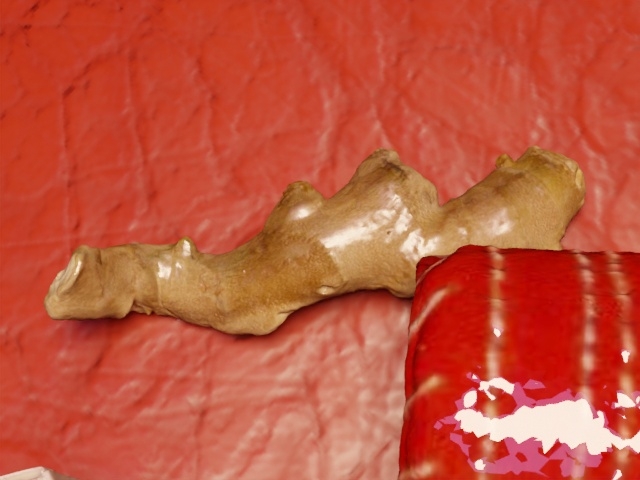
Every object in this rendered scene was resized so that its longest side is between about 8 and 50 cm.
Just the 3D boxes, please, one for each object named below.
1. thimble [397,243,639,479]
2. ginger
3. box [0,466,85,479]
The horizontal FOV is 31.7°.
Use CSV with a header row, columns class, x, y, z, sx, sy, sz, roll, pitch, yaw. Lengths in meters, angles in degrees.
class,x,y,z,sx,sy,sz,roll,pitch,yaw
thimble,0.101,0.098,0.502,0.125,0.163,0.189,2,83,9
ginger,0.000,0.000,0.592,0.288,0.075,0.089,-9,88,0
box,-0.097,0.275,0.468,0.145,0.173,0.333,-25,73,-1
